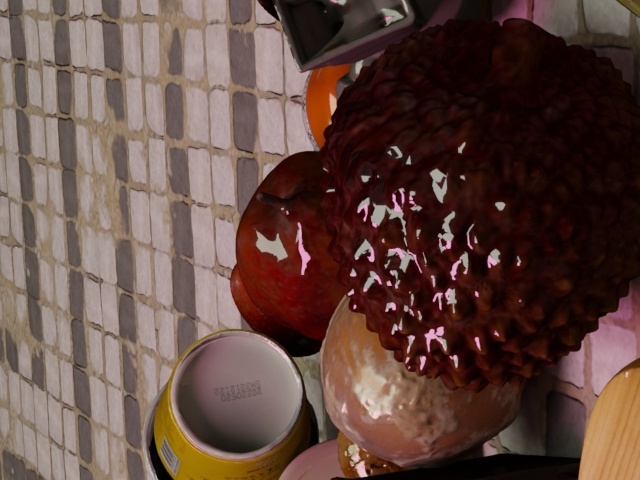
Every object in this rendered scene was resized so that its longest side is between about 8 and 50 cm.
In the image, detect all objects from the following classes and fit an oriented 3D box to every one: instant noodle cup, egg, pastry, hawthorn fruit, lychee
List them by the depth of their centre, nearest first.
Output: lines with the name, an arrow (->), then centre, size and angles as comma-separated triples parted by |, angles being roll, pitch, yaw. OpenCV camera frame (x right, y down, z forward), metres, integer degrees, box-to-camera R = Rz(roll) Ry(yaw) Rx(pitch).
lychee -> 0.144, -0.036, 1.639 | 0.306, 0.306, 0.330 | -126, 34, -47
egg -> 0.099, 0.115, 1.847 | 0.245, 0.203, 0.203 | -48, -33, -61
hawthorn fruit -> 0.000, 0.000, 1.979 | 0.248, 0.208, 0.208 | 36, -146, -64
pastry -> 0.089, 0.217, 1.986 | 0.081, 0.153, 0.153 | -153, 60, -69
instant noodle cup -> -0.099, 0.202, 2.155 | 0.236, 0.215, 0.216 | 100, 157, -71
hawthorn fruit -> -0.009, 0.065, 2.174 | 0.194, 0.157, 0.157 | 57, 149, 10

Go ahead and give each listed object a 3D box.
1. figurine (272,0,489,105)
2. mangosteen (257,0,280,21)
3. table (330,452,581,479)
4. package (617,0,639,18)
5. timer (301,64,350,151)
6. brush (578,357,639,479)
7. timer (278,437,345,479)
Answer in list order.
figurine -> 0.073, -0.232, 1.814 | 0.167, 0.285, 0.342 | 42, 99, 17
mangosteen -> -0.005, -0.320, 2.010 | 0.217, 0.192, 0.192 | 42, 133, 54
table -> 0.137, 0.300, 1.842 | 0.172, 0.193, 0.169 | 172, 92, -65
package -> 0.278, -0.252, 1.582 | 0.071, 0.047, 0.131 | -130, 42, -54
timer -> 0.039, -0.143, 2.061 | 0.136, 0.099, 0.136 | 52, 154, 39
brush -> 0.301, 0.200, 1.477 | 0.174, 0.166, 0.267 | 49, 132, 43
timer -> 0.028, 0.343, 2.189 | 0.266, 0.175, 0.175 | 96, 159, -68
